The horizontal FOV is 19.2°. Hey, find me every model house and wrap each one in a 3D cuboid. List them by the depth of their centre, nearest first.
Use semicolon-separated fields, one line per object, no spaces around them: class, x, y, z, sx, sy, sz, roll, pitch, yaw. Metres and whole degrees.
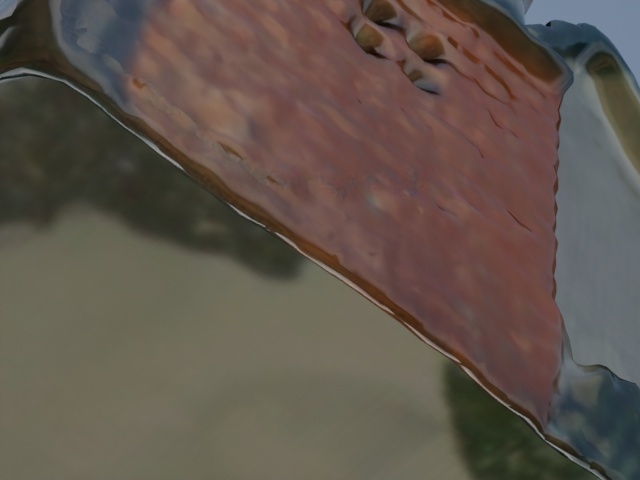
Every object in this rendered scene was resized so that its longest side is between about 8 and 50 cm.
model house;0.000;0.000;0.580;0.271;0.301;0.190;37;-53;-16
